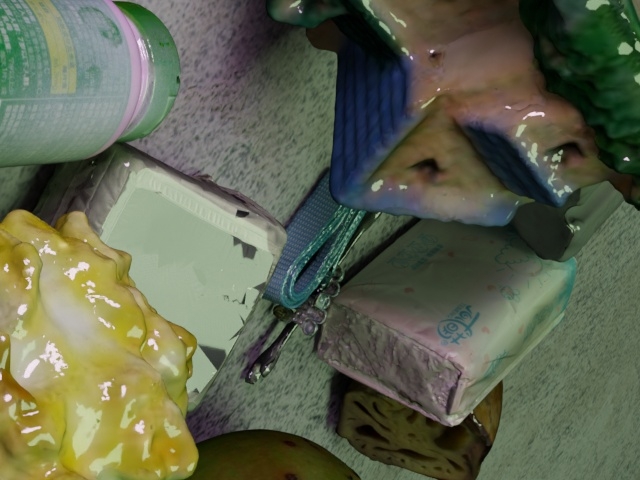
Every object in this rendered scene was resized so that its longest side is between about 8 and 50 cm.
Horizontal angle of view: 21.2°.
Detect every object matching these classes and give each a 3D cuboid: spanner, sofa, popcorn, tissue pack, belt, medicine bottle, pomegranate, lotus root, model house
[{"bbox_3d":[-0.004,0.054,1.867,0.254,0.015,0.054,-55,-167,-13],"label":"spanner"},{"bbox_3d":[-0.173,0.014,1.463,0.225,0.176,0.210,24,94,-36],"label":"sofa"},{"bbox_3d":[-0.223,0.137,1.224,0.312,0.312,0.312,-43,149,-34],"label":"popcorn"},{"bbox_3d":[0.152,0.077,2.001,0.271,0.201,0.124,-39,144,-42],"label":"tissue pack"},{"bbox_3d":[0.004,0.001,1.804,0.179,0.065,0.100,-55,144,-13],"label":"belt"},{"bbox_3d":[-0.215,-0.116,1.184,0.274,0.133,0.133,-8,123,-59],"label":"medicine bottle"},{"bbox_3d":[-0.109,0.331,1.782,0.358,0.216,0.310,-25,148,-4],"label":"pomegranate"},{"bbox_3d":[0.139,0.175,2.105,0.199,0.188,0.180,100,12,-55],"label":"lotus root"},{"bbox_3d":[0.105,-0.213,1.441,0.382,0.342,0.334,52,32,-43],"label":"model house"}]

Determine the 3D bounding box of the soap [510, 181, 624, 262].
[{"bbox_3d":[0.334,-0.236,2.007,0.435,0.213,0.350,-45,153,-32],"label":"soap"}]
